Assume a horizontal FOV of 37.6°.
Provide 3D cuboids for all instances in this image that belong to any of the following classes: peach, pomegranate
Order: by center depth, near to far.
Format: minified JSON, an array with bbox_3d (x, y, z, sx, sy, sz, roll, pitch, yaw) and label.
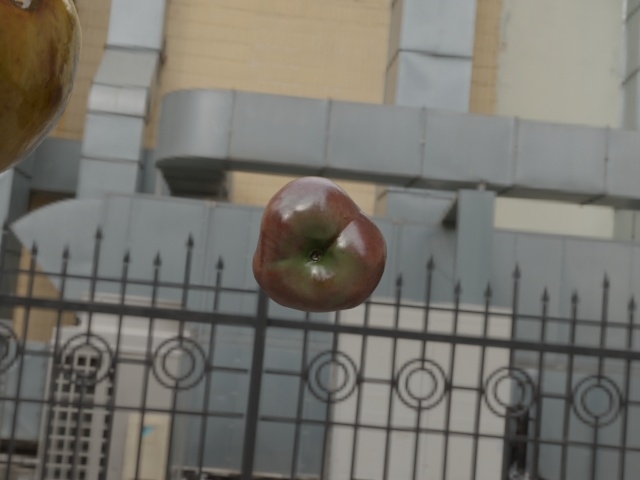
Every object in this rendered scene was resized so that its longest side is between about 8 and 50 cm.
[{"bbox_3d":[-0.349,-0.168,0.878,0.260,0.260,0.260,5,-6,1],"label":"pomegranate"},{"bbox_3d":[0.000,0.000,1.040,0.152,0.152,0.152,5,-6,1],"label":"peach"}]
